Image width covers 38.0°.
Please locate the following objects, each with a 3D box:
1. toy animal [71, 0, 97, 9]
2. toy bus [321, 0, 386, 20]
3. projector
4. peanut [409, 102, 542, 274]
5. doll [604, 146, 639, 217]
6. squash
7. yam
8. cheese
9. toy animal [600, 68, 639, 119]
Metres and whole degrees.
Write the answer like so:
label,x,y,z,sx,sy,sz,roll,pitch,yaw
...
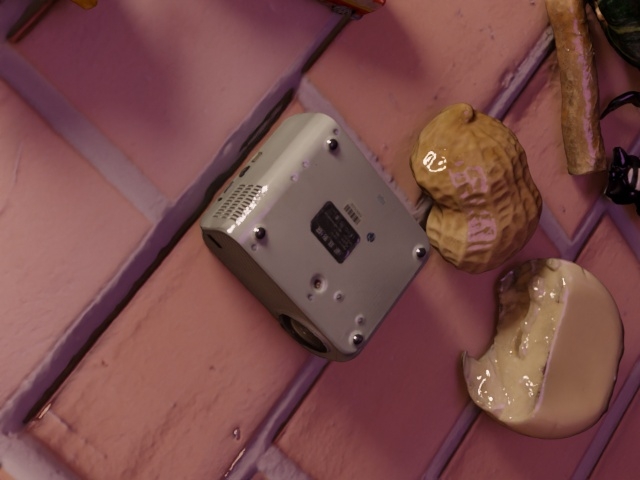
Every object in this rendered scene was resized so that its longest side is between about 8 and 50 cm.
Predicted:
label,x,y,z,sx,sy,sz,roll,pitch,yaw
toy animal,-0.274,-0.298,0.902,0.230,0.156,0.156,-11,100,-38
toy bus,0.007,-0.336,1.137,0.174,0.077,0.079,14,85,-36
projector,0.000,0.000,1.140,0.198,0.108,0.250,-51,120,-20
peanut,0.215,-0.074,1.289,0.197,0.110,0.233,-32,113,-30
doll,0.528,-0.085,1.541,0.219,0.067,0.091,23,77,-41
squash,0.490,-0.375,1.387,0.165,0.252,0.252,-28,117,16
yam,0.396,-0.245,1.434,0.066,0.066,0.299,-18,104,-33
cheese,0.339,0.163,1.389,0.233,0.127,0.265,25,77,-31
toy animal,0.560,-0.230,1.520,0.197,0.272,0.160,-38,141,13
